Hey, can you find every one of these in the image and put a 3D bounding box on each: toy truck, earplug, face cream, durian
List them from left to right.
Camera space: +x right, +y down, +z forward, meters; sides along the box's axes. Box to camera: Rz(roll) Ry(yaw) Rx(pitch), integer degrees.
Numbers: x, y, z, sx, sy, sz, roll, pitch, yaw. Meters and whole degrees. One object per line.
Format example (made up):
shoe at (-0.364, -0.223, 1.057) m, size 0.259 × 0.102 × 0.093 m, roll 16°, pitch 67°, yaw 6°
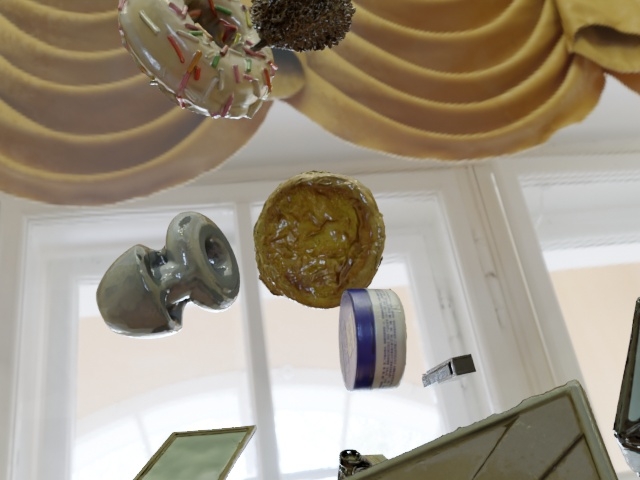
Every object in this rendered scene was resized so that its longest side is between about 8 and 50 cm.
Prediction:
earplug at (-0.286, 0.071, 1.456) m, size 0.175 × 0.214 × 0.325 m, roll -20°, pitch 9°, yaw 46°
durian at (-0.033, -0.340, 1.083) m, size 0.188 × 0.148 × 0.091 m, roll -43°, pitch -2°, yaw -9°
face cream at (0.103, 0.197, 1.475) m, size 0.111 × 0.206 × 0.206 m, roll -2°, pitch -30°, yaw -9°
toy truck at (0.129, 0.518, 1.456) m, size 0.127 × 0.257 × 0.127 m, roll -1°, pitch -74°, yaw -25°

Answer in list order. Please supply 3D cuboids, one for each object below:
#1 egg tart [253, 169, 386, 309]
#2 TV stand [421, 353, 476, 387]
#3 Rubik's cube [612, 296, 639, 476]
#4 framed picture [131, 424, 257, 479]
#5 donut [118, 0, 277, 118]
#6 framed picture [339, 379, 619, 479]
egg tart at (0.001, -0.004, 1.759) m, size 0.341 × 0.341 × 0.129 m, roll -17°, pitch -3°, yaw 14°
TV stand at (0.284, 0.299, 1.670) m, size 0.049 × 0.040 × 0.256 m, roll -10°, pitch -17°, yaw -10°
Rubik's cube at (0.608, 0.242, 1.144) m, size 0.248 × 0.250 × 0.246 m, roll 5°, pitch -24°, yaw 31°
framed picture at (-0.178, 0.306, 1.030) m, size 0.136 × 0.010 × 0.201 m, roll -7°, pitch 9°, yaw 11°
donut at (-0.253, -0.432, 1.590) m, size 0.382 × 0.383 × 0.142 m, roll 18°, pitch -46°, yaw -39°
framed picture at (0.114, 0.259, 0.614) m, size 0.289 × 0.213 × 0.016 m, roll -31°, pitch -52°, yaw 22°
